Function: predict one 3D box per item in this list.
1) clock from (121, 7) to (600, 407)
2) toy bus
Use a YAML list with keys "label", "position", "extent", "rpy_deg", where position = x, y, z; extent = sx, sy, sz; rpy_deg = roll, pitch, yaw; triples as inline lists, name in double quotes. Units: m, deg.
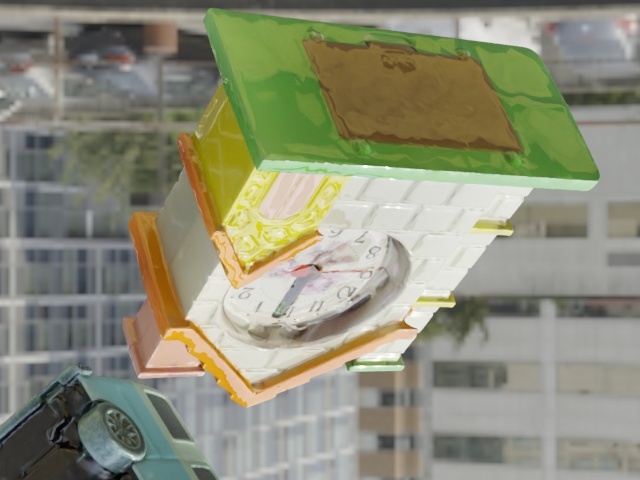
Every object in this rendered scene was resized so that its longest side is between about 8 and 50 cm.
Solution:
- label: "clock"
  position: [0.000, 0.000, 0.898]
  extent: [0.220, 0.106, 0.255]
  rpy_deg: [2, 140, -30]
- label: "toy bus"
  position: [-0.117, 0.234, 1.082]
  extent: [0.133, 0.271, 0.165]
  rpy_deg: [-40, 159, 14]
